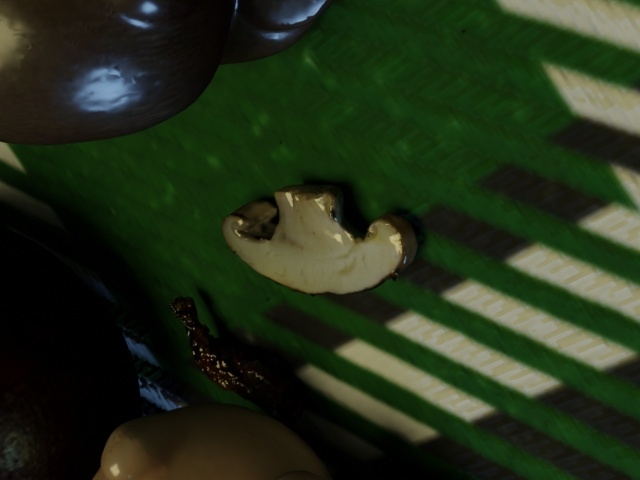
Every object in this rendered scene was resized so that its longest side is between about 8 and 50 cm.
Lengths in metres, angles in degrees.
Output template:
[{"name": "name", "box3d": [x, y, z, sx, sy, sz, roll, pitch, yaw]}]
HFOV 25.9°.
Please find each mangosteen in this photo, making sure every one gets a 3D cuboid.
[{"name": "mangosteen", "box3d": [-0.200, 0.094, 0.708, 0.216, 0.216, 0.216, 27, 135, 31]}]

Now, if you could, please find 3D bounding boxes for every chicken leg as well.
[{"name": "chicken leg", "box3d": [-0.041, 0.060, 0.664, 0.083, 0.021, 0.036, 37, 147, 18]}]

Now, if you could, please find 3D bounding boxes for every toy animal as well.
[{"name": "toy animal", "box3d": [-0.013, 0.169, 0.614, 0.197, 0.171, 0.171, 44, 142, 24]}]

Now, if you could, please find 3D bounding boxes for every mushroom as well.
[{"name": "mushroom", "box3d": [0.000, -0.001, 0.576, 0.101, 0.019, 0.049, 7, 123, 42]}]

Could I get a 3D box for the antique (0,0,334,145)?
[{"name": "antique", "box3d": [-0.127, -0.103, 0.539, 0.257, 0.143, 0.121, 20, 133, 40]}]
